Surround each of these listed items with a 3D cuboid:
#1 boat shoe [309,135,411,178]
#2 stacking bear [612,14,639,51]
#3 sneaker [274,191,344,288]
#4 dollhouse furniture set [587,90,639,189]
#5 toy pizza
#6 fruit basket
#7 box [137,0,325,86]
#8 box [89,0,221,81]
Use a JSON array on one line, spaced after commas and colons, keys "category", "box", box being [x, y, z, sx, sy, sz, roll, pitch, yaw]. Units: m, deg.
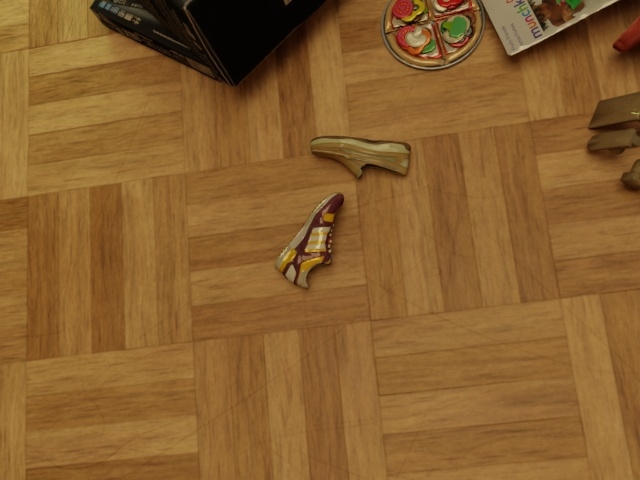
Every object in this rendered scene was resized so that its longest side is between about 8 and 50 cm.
[{"category": "boat shoe", "box": [0.071, -0.152, 1.485, 0.189, 0.068, 0.072, 6, 88, 11]}, {"category": "stacking bear", "box": [0.686, -0.319, 1.372, 0.289, 0.175, 0.164, 45, 55, 7]}, {"category": "sneaker", "box": [0.000, 0.000, 1.460, 0.084, 0.069, 0.185, 37, 91, 8]}, {"category": "dollhouse furniture set", "box": [0.563, -0.158, 1.415, 0.151, 0.123, 0.144, 28, 81, -20]}, {"category": "toy pizza", "box": [0.216, -0.427, 1.544, 0.201, 0.032, 0.201, -2, 75, 9]}, {"category": "fruit basket", "box": [0.446, -0.549, 1.461, 0.352, 0.165, 0.327, -23, 63, 13]}, {"category": "box", "box": [-0.183, -0.636, 1.459, 0.480, 0.297, 0.471, -45, 70, -4]}, {"category": "box", "box": [-0.274, -0.494, 1.626, 0.307, 0.076, 0.243, 29, 81, 16]}]
